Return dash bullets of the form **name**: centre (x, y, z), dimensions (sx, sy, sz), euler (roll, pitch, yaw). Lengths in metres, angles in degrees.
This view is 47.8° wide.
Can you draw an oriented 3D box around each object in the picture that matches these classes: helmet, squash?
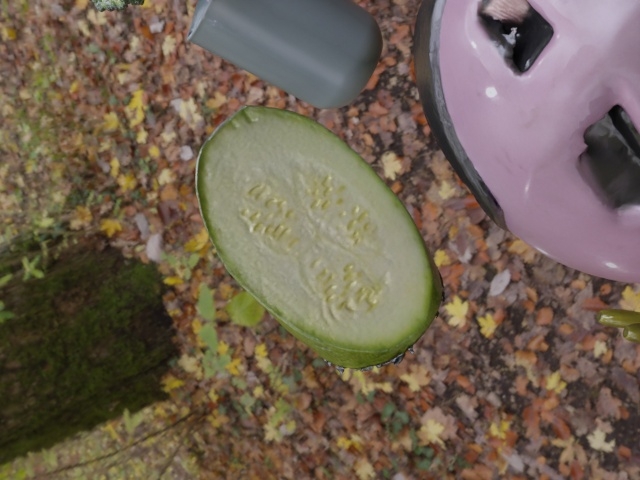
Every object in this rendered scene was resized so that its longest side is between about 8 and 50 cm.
- **helmet**: centre (0.168, -0.070, 0.350), dimensions (0.253, 0.154, 0.198), euler (39, 98, -12)
- **squash**: centre (0.000, 0.000, 0.755), dimensions (0.189, 0.189, 0.260), euler (4, 146, 36)

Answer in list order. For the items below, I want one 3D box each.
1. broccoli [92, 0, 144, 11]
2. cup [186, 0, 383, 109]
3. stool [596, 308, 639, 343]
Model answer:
- **broccoli**: centre (-0.286, -0.464, 0.989), dimensions (0.247, 0.243, 0.263), euler (41, 96, 37)
- **cup**: centre (-0.057, -0.373, 1.279), dimensions (0.312, 0.205, 0.205), euler (26, 135, -20)
- **stool**: centre (0.456, 0.085, 0.977), dimensions (0.110, 0.134, 0.135), euler (12, 144, -5)
